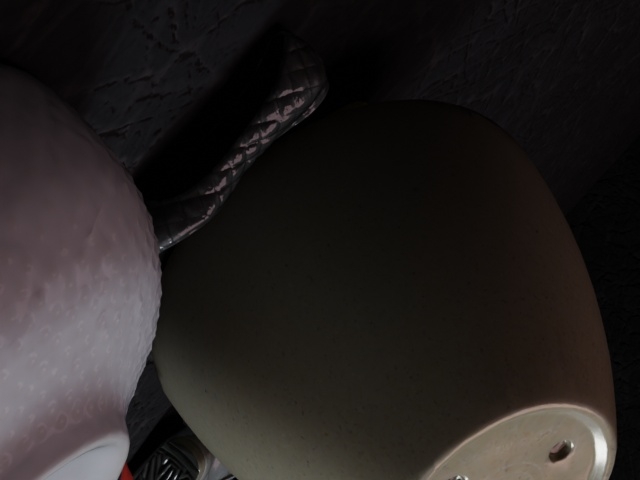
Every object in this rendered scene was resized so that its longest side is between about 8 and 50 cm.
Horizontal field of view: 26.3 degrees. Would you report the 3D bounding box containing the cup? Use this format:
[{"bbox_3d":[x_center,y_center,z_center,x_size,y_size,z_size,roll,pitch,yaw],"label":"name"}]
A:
[{"bbox_3d":[0.073,0.102,0.971,0.331,0.237,0.331,-15,131,-18],"label":"cup"}]

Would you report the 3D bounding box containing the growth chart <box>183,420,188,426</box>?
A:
[{"bbox_3d":[-0.058,0.110,1.416,0.237,0.021,0.172,-50,168,0],"label":"growth chart"}]

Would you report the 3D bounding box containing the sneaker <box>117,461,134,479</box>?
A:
[{"bbox_3d":[-0.239,0.242,0.814,0.350,0.131,0.148,-47,147,-9],"label":"sneaker"}]

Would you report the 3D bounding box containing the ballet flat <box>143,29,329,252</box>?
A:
[{"bbox_3d":[-0.066,-0.055,0.825,0.173,0.049,0.057,-47,-147,-7],"label":"ballet flat"}]

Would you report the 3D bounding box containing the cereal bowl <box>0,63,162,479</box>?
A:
[{"bbox_3d":[-0.188,0.096,0.592,0.339,0.141,0.339,-46,167,-14],"label":"cereal bowl"}]

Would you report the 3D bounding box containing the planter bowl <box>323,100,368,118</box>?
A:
[{"bbox_3d":[0.000,0.000,1.102,0.217,0.090,0.217,-47,169,-12],"label":"planter bowl"}]

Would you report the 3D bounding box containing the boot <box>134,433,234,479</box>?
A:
[{"bbox_3d":[-0.127,0.243,1.417,0.189,0.076,0.208,-44,172,22],"label":"boot"}]

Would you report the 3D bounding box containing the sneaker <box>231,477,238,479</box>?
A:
[{"bbox_3d":[-0.053,0.270,1.816,0.221,0.083,0.087,-57,159,20],"label":"sneaker"}]
